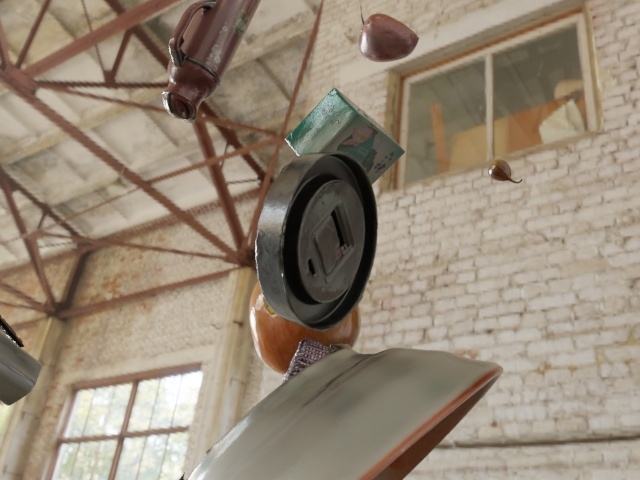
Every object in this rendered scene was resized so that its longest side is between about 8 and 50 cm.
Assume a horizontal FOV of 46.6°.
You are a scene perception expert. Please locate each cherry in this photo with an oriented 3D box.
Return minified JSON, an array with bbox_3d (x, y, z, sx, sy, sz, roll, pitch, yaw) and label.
[{"bbox_3d":[0.131,-0.416,1.533,0.126,0.087,0.106,18,-18,25],"label":"cherry"}]

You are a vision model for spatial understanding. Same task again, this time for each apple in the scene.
[{"bbox_3d":[-0.040,0.151,1.560,0.242,0.241,0.242,-17,-8,-3],"label":"apple"}]

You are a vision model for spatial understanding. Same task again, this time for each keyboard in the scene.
[{"bbox_3d":[-0.494,0.078,1.069,0.067,0.011,0.202,21,-35,42],"label":"keyboard"}]

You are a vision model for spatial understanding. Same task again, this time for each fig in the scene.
[{"bbox_3d":[0.425,-0.154,1.710,0.083,0.050,0.050,37,-20,27],"label":"fig"}]

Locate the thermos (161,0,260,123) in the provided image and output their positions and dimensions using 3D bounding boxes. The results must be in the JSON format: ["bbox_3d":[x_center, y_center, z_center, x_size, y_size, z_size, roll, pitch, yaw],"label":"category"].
[{"bbox_3d":[-0.220,-0.391,1.463,0.109,0.330,0.136,23,-15,-2],"label":"thermos"}]

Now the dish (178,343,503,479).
[{"bbox_3d":[-0.009,0.141,0.462,0.085,0.260,0.260,45,-26,19],"label":"dish"}]

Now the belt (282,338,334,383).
[{"bbox_3d":[-0.033,0.271,0.951,0.122,0.325,0.260,19,-59,1],"label":"belt"}]

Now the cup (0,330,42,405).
[{"bbox_3d":[-0.635,0.252,1.443,0.128,0.095,0.129,-32,-60,18],"label":"cup"}]

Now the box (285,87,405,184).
[{"bbox_3d":[0.058,-0.201,1.580,0.153,0.092,0.245,-46,-31,13],"label":"box"}]

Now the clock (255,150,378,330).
[{"bbox_3d":[0.002,-0.001,1.282,0.061,0.313,0.312,8,-27,33],"label":"clock"}]
